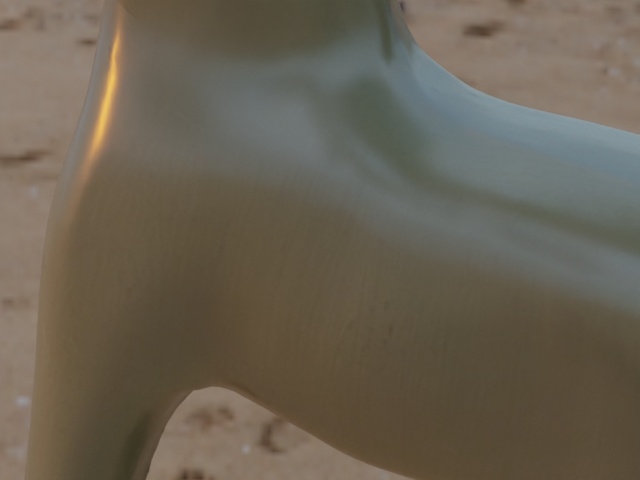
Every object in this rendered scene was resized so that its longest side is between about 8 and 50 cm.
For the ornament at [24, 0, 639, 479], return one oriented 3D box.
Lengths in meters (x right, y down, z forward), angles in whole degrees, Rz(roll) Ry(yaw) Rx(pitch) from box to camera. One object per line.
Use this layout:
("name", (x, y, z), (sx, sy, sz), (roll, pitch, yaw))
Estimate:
("ornament", (0.000, 0.000, 0.418), (0.230, 0.245, 0.061), (20, 29, 11))
